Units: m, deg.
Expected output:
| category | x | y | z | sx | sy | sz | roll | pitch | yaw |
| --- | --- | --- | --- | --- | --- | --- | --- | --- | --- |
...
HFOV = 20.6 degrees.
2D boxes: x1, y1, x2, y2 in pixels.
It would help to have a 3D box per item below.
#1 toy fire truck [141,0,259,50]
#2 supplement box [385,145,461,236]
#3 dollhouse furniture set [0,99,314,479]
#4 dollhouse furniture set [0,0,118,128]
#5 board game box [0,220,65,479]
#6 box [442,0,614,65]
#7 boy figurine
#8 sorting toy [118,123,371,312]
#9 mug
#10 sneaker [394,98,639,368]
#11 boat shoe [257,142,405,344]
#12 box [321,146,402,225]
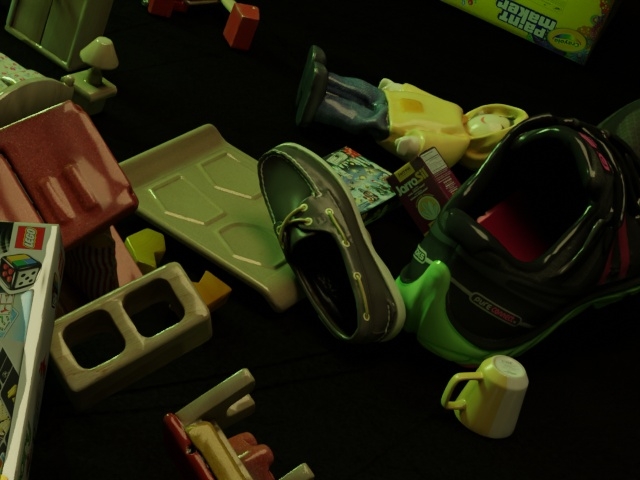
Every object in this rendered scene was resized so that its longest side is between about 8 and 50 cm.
| category | x | y | z | sx | sy | sz | roll | pitch | yaw |
| --- | --- | --- | --- | --- | --- | --- | --- | --- | --- |
| toy fire truck | -0.160 | -0.315 | 2.238 | 0.135 | 0.047 | 0.192 | 9 | 30 | -23 |
| supplement box | 0.122 | -0.053 | 1.947 | 0.083 | 0.055 | 0.043 | 55 | 34 | 3 |
| dollhouse furniture set | -0.167 | 0.098 | 1.379 | 0.152 | 0.201 | 0.374 | -28 | 70 | -14 |
| dollhouse furniture set | -0.379 | -0.261 | 1.863 | 0.303 | 0.174 | 0.355 | 34 | 30 | 21 |
| board game box | -0.291 | 0.119 | 1.201 | 0.193 | 0.053 | 0.305 | 3 | 56 | 1 |
| box | 0.323 | -0.434 | 2.643 | 0.290 | 0.177 | 0.279 | 26 | 29 | 8 |
| boy figurine | 0.113 | -0.140 | 2.089 | 0.285 | 0.092 | 0.177 | 15 | 27 | -7 |
| sorting toy | -0.105 | -0.008 | 1.769 | 0.229 | 0.041 | 0.307 | 36 | 31 | 15 |
| mug | 0.161 | 0.145 | 1.659 | 0.062 | 0.064 | 0.078 | 37 | 32 | 24 |
| sneaker | 0.274 | -0.038 | 1.826 | 0.185 | 0.202 | 0.483 | 37 | 47 | 20 |
| boat shoe | 0.000 | 0.000 | 1.717 | 0.068 | 0.081 | 0.228 | -8 | 61 | -55 |
| box | 0.029 | -0.056 | 1.949 | 0.094 | 0.027 | 0.137 | 31 | 30 | 18 |
